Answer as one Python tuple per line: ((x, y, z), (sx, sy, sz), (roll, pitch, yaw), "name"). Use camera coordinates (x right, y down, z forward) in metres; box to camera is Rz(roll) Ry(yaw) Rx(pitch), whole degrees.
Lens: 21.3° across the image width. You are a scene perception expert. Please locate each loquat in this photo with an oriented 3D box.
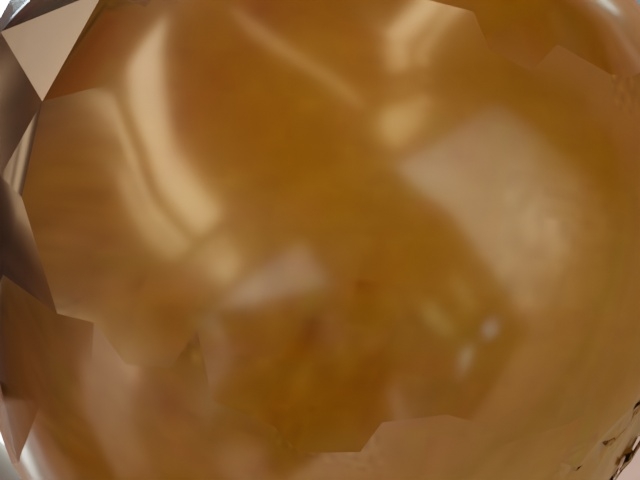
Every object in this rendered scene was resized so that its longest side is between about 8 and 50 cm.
((0.000, 0.000, 0.509), (0.235, 0.235, 0.235), (-25, -143, 21), "loquat")
